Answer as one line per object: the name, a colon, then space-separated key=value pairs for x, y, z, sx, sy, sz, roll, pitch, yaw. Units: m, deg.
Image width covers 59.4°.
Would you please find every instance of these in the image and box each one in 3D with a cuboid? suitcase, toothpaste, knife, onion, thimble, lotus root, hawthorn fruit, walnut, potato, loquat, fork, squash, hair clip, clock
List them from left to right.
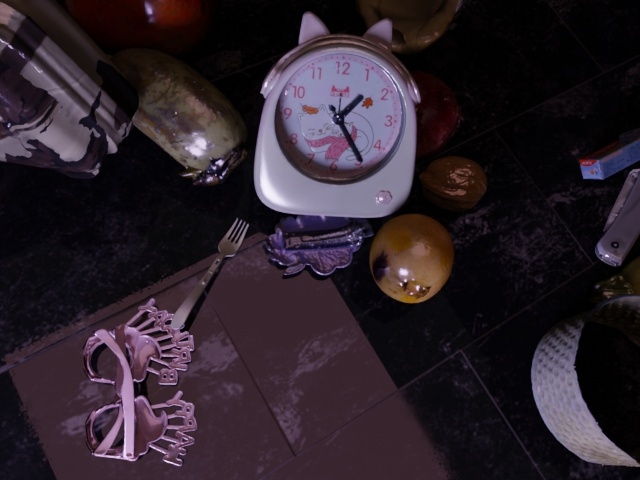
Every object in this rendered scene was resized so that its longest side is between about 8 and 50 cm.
suitcase: x=-0.450 y=-0.225 z=0.834 sx=0.352 sy=0.339 sz=0.193 roll=11 pitch=67 yaw=29
hawthorn fruit: x=-0.345 y=-0.437 z=0.995 sx=0.301 sy=0.254 sz=0.253 roll=-9 pitch=69 yaw=15
lotus root: x=-0.255 y=-0.227 z=0.944 sx=0.309 sy=0.173 sz=0.173 roll=37 pitch=68 yaw=0
fork: x=-0.180 y=0.055 z=0.925 sx=0.034 sy=0.028 sz=0.219 roll=31 pitch=60 yaw=-6
hair clip: x=0.000 y=-0.001 z=0.977 sx=0.196 sy=0.052 sz=0.124 roll=-11 pitch=66 yaw=-9
clock: x=0.030 y=-0.200 z=0.924 sx=0.266 sy=0.108 sz=0.323 roll=4 pitch=114 yaw=-4
potato: x=0.172 y=-0.536 z=1.103 sx=0.243 sy=0.285 sz=0.242 roll=-7 pitch=49 yaw=8
loquat: x=0.151 y=0.028 z=0.937 sx=0.137 sy=0.163 sz=0.163 roll=0 pitch=69 yaw=3
onion: x=0.173 y=-0.243 z=1.046 sx=0.184 sy=0.147 sz=0.183 roll=-1 pitch=74 yaw=4
walnut: x=0.243 y=-0.106 z=1.035 sx=0.125 sy=0.105 sz=0.105 roll=17 pitch=68 yaw=0
toothpaste: x=0.617 y=-0.181 z=1.158 sx=0.194 sy=0.070 sz=0.044 roll=-25 pitch=106 yaw=-18
thimble: x=0.500 y=0.231 z=0.926 sx=0.271 sy=0.150 sz=0.270 roll=4 pitch=69 yaw=-10
knife: x=0.619 y=-0.059 z=1.117 sx=0.073 sy=0.040 sz=0.265 roll=32 pitch=67 yaw=15
squash: x=0.642 y=0.070 z=1.036 sx=0.288 sy=0.137 sz=0.137 roll=-29 pitch=77 yaw=-12

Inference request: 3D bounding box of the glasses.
glasses: x=-0.259 y=0.206 z=0.830 sx=0.162 sy=0.095 sz=0.255 roll=0 pitch=71 yaw=-28
